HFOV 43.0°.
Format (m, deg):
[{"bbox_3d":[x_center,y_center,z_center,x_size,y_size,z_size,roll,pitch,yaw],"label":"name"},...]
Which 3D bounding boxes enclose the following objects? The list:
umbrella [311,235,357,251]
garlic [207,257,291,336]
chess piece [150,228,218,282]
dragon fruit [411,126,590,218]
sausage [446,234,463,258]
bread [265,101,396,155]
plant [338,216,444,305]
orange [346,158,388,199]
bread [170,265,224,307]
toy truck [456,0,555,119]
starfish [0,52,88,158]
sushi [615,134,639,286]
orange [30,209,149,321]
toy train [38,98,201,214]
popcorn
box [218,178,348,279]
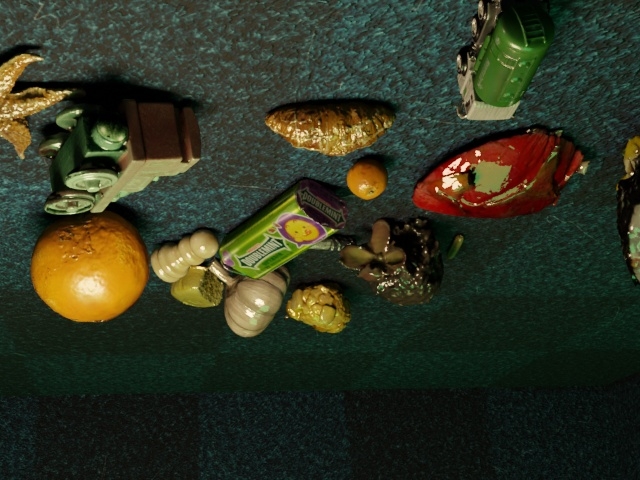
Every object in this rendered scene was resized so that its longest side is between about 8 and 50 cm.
[{"bbox_3d":[0.000,0.000,1.950,0.188,0.050,0.046,6,176,-25],"label":"umbrella"},{"bbox_3d":[-0.198,0.123,2.075,0.212,0.218,0.218,30,151,-5],"label":"garlic"},{"bbox_3d":[-0.309,0.028,1.916,0.170,0.094,0.094,-26,150,30],"label":"chess piece"},{"bbox_3d":[0.373,-0.117,1.629,0.344,0.100,0.282,-3,149,-11],"label":"dragon fruit"},{"bbox_3d":[0.343,0.017,2.068,0.024,0.024,0.132,-2,159,-4],"label":"sausage"},{"bbox_3d":[0.019,-0.193,1.432,0.233,0.076,0.105,0,156,-5],"label":"bread"},{"bbox_3d":[0.189,0.047,1.925,0.204,0.178,0.234,-3,150,28],"label":"plant"},{"bbox_3d":[0.094,-0.123,1.612,0.084,0.083,0.083,-3,158,-1],"label":"orange"},{"bbox_3d":[-0.332,0.117,2.127,0.125,0.086,0.156,-3,156,14],"label":"bread"},{"bbox_3d":[0.276,-0.271,1.217,0.101,0.125,0.242,-3,159,-5],"label":"toy truck"},{"bbox_3d":[-0.524,-0.213,1.313,0.302,0.060,0.299,-15,153,24],"label":"starfish"},{"bbox_3d":[0.714,-0.100,1.552,0.328,0.285,0.328,-20,132,23],"label":"sushi"},{"bbox_3d":[-0.489,0.055,1.733,0.246,0.246,0.246,-3,158,-1],"label":"orange"},{"bbox_3d":[-0.357,-0.140,1.408,0.222,0.150,0.304,-5,167,-33],"label":"toy train"},{"bbox_3d":[0.008,0.183,2.286,0.194,0.140,0.163,23,155,-30],"label":"popcorn"},{"bbox_3d":[-0.092,-0.014,1.802,0.134,0.097,0.345,30,145,-23],"label":"box"}]
